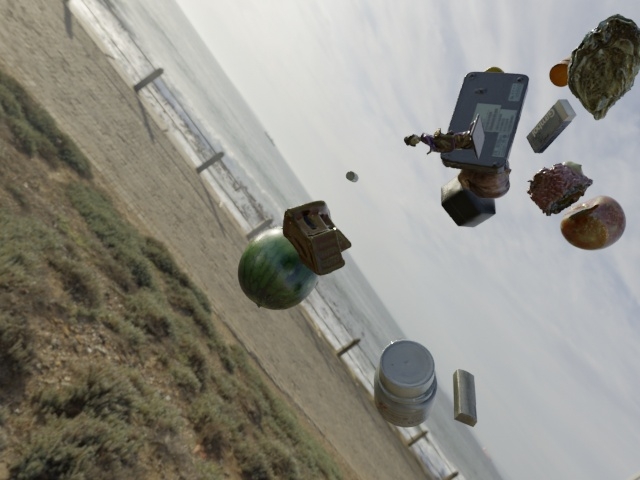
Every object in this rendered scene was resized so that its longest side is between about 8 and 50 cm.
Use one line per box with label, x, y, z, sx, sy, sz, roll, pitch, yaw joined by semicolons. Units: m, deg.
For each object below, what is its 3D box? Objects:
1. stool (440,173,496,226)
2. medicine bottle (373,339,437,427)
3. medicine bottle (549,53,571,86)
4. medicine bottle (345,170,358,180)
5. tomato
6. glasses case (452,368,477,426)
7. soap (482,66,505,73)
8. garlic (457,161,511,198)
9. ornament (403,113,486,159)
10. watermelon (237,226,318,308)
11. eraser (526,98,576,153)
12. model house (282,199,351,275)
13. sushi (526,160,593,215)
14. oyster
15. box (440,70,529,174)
stool;0.627;-0.170;1.943;0.232;0.141;0.232;20;50;-26
medicine bottle;0.326;0.548;1.757;0.306;0.245;0.245;83;-18;-44
medicine bottle;0.987;-0.677;1.776;0.096;0.192;0.096;43;-27;29
medicine bottle;0.150;-0.299;2.146;0.047;0.047;0.083;56;14;10
tomato;1.251;-0.068;2.093;0.223;0.270;0.270;59;2;1
glasses case;0.502;0.541;1.586;0.070;0.047;0.205;22;31;2
soap;0.595;-0.567;1.645;0.089;0.033;0.168;44;-23;-15
garlic;0.586;-0.261;1.681;0.245;0.160;0.245;-19;90;-89
ornament;0.309;-0.251;1.168;0.088;0.203;0.081;58;41;-43
watermelon;-0.173;0.123;1.925;0.363;0.363;0.363;56;2;-3
eraser;0.896;-0.443;1.784;0.212;0.046;0.092;111;-30;-57
model house;0.010;-0.006;1.569;0.239;0.268;0.173;54;-43;18
sushi;1.064;-0.247;2.028;0.171;0.270;0.236;59;-40;30
oyster;0.836;-0.510;1.349;0.198;0.112;0.268;39;-45;19
box;0.538;-0.392;1.499;0.211;0.350;0.058;13;-13;24
